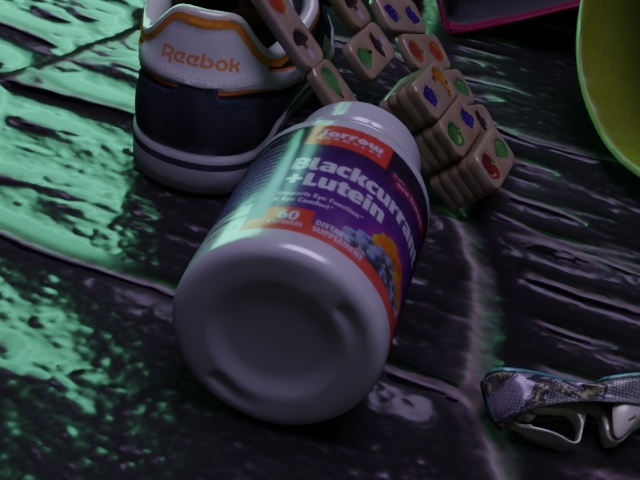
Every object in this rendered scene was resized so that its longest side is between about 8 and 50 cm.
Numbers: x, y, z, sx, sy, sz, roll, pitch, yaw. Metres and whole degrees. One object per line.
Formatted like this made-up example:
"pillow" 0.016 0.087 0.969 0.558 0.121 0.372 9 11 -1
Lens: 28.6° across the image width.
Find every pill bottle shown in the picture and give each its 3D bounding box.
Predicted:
"pill bottle" 0.000 0.000 0.675 0.108 0.108 0.193 16 33 5

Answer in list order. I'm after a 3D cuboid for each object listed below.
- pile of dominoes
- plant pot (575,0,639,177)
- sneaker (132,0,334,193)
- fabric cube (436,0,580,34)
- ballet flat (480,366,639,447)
"pile of dominoes" 0.042 -0.140 0.826 0.251 0.040 0.196 55 32 -10
"plant pot" 0.391 -0.145 0.925 0.294 0.274 0.275 10 29 -33
"sneaker" -0.050 -0.161 0.893 0.126 0.127 0.321 10 31 0
"fabric cube" 0.203 -0.367 1.104 0.259 0.254 0.258 -11 30 11
"ballet flat" 0.139 0.090 0.658 0.114 0.041 0.041 3 34 -13
